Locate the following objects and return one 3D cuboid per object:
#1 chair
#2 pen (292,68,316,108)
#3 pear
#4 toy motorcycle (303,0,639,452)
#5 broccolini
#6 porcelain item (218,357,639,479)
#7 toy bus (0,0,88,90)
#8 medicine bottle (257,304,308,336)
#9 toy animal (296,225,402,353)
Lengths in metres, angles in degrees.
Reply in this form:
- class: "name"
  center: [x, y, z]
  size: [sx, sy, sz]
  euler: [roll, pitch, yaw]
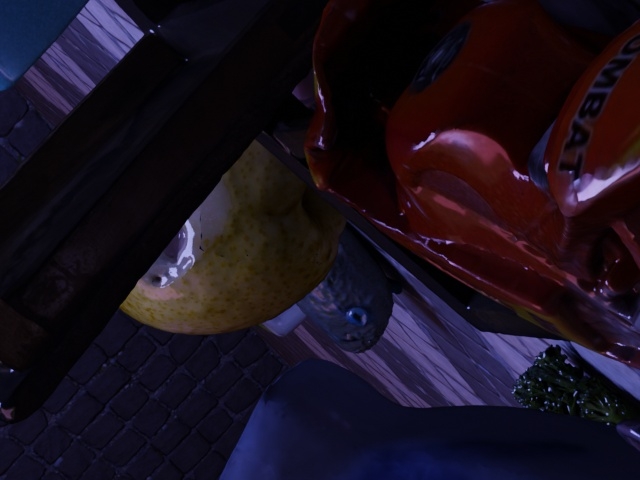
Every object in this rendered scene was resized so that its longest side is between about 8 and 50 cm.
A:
- class: "chair"
  center: [-0.083, -0.017, 0.691]
  size: [0.416, 0.240, 0.203]
  euler: [45, 162, -18]
- class: "pen"
  center: [-0.022, -0.089, 0.885]
  size: [0.053, 0.032, 0.197]
  euler: [43, 175, -2]
- class: "pear"
  center: [-0.068, -0.024, 1.041]
  size: [0.178, 0.178, 0.178]
  euler: [42, 174, 6]
- class: "toy motorcycle"
  center: [0.081, -0.012, 0.502]
  size: [0.171, 0.089, 0.298]
  euler: [46, 173, -20]
- class: "broccolini"
  center: [0.201, 0.130, 0.947]
  size: [0.239, 0.051, 0.054]
  euler: [35, 126, 40]
- class: "porcelain item"
  center: [0.136, 0.210, 0.747]
  size: [0.405, 0.242, 0.178]
  euler: [25, 173, 10]
- class: "toy bus"
  center: [-0.270, -0.224, 1.083]
  size: [0.147, 0.128, 0.256]
  euler: [32, 170, 49]
- class: "medicine bottle"
  center: [-0.067, 0.019, 1.621]
  size: [0.132, 0.088, 0.188]
  euler: [43, 173, -8]
- class: "toy animal"
  center: [-0.006, -0.007, 1.254]
  size: [0.079, 0.070, 0.253]
  euler: [0, 138, 25]
